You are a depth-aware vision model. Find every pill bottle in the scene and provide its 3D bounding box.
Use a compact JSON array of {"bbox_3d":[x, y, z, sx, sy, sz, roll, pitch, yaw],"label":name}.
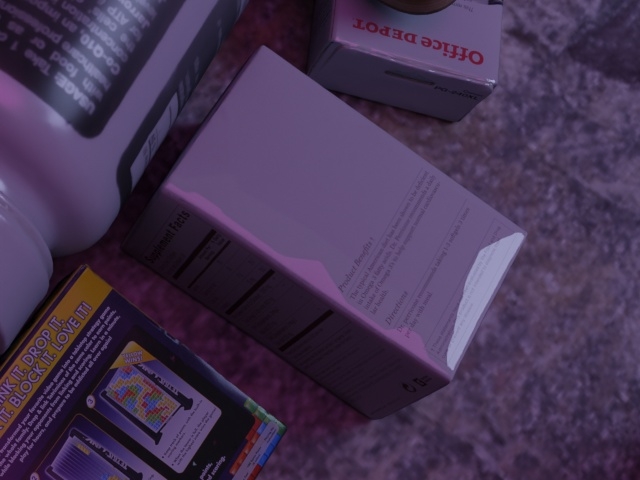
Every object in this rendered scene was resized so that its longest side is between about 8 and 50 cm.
[{"bbox_3d":[-0.148,-0.095,0.681,0.161,0.161,0.283,32,63,-7],"label":"pill bottle"}]

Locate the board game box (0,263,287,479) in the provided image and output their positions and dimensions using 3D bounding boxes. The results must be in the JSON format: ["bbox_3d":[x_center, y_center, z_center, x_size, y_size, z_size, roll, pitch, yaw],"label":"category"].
[{"bbox_3d":[-0.119,0.122,0.668,0.141,0.048,0.170,40,62,-11],"label":"board game box"}]

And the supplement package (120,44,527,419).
[{"bbox_3d":[0.000,0.000,0.733,0.179,0.105,0.105,35,64,-6],"label":"supplement package"}]

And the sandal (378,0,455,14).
[{"bbox_3d":[-0.016,-0.220,0.771,0.240,0.079,0.088,34,75,19],"label":"sandal"}]

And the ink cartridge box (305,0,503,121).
[{"bbox_3d":[0.055,-0.161,0.835,0.109,0.063,0.151,13,68,-15],"label":"ink cartridge box"}]
